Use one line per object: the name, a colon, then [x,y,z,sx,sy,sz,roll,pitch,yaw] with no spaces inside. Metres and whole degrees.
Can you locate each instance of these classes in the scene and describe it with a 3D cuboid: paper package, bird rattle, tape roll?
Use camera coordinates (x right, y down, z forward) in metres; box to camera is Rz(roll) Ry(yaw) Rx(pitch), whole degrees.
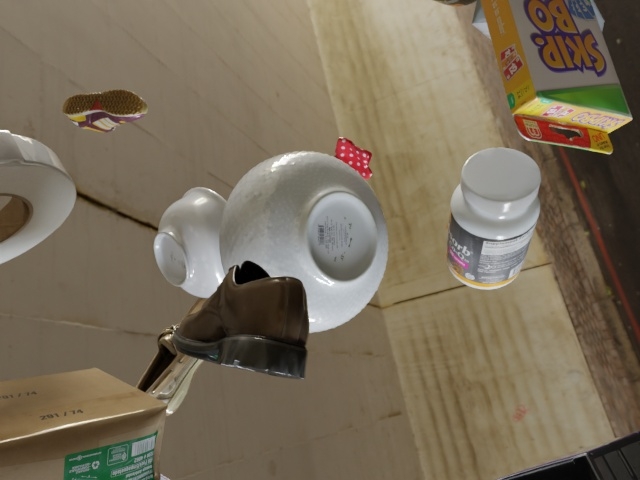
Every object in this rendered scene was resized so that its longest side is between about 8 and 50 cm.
paper package: [-0.470,0.342,0.783,0.325,0.310,0.167,5,-91,-48]
bird rattle: [0.010,-0.130,1.146,0.143,0.207,0.253,-89,9,-50]
tape roll: [-0.671,-0.052,0.909,0.072,0.392,0.392,55,-167,10]

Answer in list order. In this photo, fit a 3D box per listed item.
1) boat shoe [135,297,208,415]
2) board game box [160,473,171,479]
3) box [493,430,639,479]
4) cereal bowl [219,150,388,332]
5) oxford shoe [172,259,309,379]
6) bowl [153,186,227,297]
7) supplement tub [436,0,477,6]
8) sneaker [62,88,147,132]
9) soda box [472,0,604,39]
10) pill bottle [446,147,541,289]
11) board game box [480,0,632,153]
boat shoe: [-0.360,0.274,1.245,0.110,0.122,0.340,46,-126,-38]
board game box: [-0.461,0.534,0.873,0.318,0.319,0.065,-41,-60,-39]
box: [0.373,0.353,0.667,0.207,0.153,0.108,9,-129,-40]
cereal bowl: [0.000,0.000,0.860,0.339,0.141,0.338,3,-95,-36]
oxford shoe: [-0.073,0.071,0.447,0.083,0.227,0.096,20,-110,-31]
bowl: [-0.318,0.026,1.193,0.134,0.298,0.297,-25,-82,-43]
supplement tub: [0.211,-0.528,0.835,0.316,0.194,0.193,-9,-100,-39]
sneaker: [-0.457,-0.278,1.049,0.084,0.186,0.069,73,-159,-69]
soda box: [0.324,-0.314,0.691,0.287,0.091,0.097,0,-78,-50]
pill bottle: [0.334,-0.036,0.940,0.278,0.162,0.162,74,-171,-52]
board game box: [0.212,-0.207,0.454,0.039,0.124,0.259,145,123,-60]
